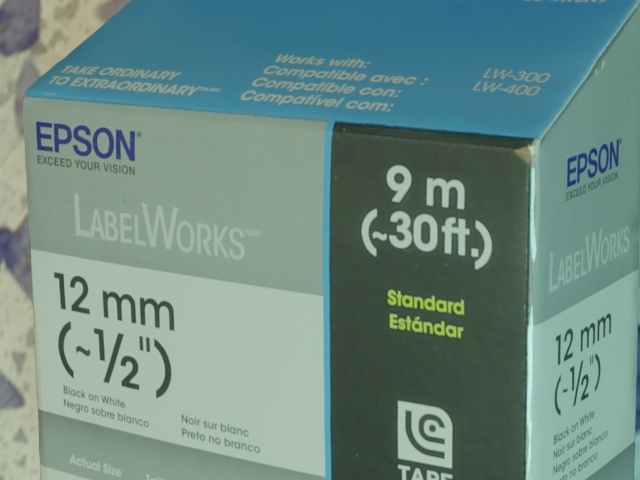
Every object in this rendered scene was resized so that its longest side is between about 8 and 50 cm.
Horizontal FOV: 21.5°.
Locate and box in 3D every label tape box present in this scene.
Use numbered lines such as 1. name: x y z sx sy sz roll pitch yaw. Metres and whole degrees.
1. label tape box: 0.000 0.000 0.704 0.249 0.115 0.347 8 107 33
